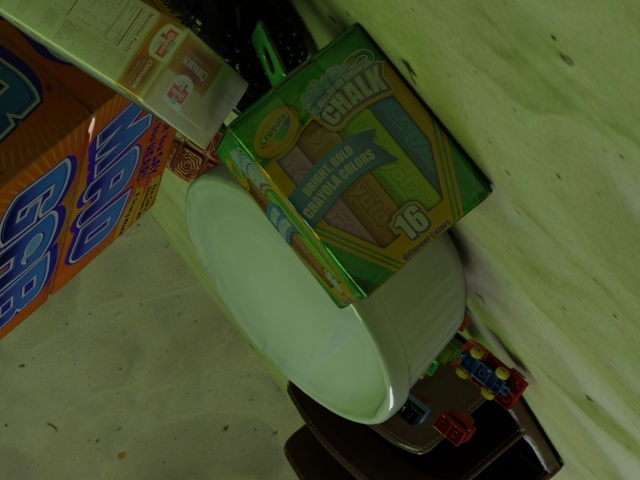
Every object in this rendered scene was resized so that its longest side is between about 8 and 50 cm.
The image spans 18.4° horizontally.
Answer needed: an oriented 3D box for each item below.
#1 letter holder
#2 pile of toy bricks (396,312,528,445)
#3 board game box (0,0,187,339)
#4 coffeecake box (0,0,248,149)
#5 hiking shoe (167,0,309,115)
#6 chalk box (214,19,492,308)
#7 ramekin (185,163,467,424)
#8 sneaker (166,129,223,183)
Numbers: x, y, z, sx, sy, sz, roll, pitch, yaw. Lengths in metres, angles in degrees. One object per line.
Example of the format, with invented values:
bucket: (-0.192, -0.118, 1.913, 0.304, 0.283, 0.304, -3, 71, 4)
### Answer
letter holder: (0.066, 0.190, 2.082, 0.302, 0.214, 0.152, 40, 167, 52)
pile of toy bricks: (0.107, 0.101, 1.919, 0.212, 0.118, 0.105, 40, -162, 17)
board game box: (-0.384, -0.138, 2.008, 0.356, 0.356, 0.356, 40, 147, 10)
coffeecake box: (-0.166, -0.160, 1.548, 0.185, 0.068, 0.142, 33, 178, 20)
hiking shoe: (-0.081, -0.200, 1.634, 0.114, 0.086, 0.227, 48, 163, 49)
chalk box: (0.006, -0.072, 1.516, 0.213, 0.132, 0.132, 50, 172, 1)
ramekin: (0.013, 0.022, 1.766, 0.273, 0.127, 0.273, 42, 156, 24)
sneaker: (-0.171, -0.150, 2.422, 0.221, 0.087, 0.128, 31, -150, 5)
